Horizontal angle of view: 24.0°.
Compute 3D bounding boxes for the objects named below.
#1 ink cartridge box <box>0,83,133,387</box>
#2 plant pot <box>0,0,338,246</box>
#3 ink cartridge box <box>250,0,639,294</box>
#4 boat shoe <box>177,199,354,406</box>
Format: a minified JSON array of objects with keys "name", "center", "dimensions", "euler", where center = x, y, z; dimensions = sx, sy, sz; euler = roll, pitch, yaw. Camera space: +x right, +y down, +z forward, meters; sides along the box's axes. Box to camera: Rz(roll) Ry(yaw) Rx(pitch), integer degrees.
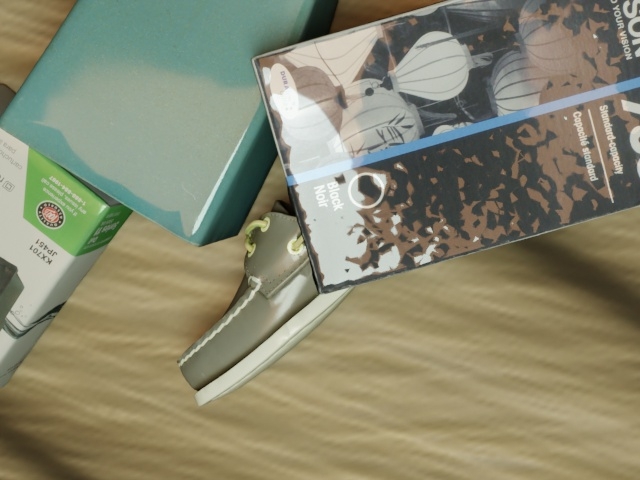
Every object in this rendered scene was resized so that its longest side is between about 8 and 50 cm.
[{"name":"ink cartridge box","center":[-0.265,0.004,1.179],"dimensions":[0.153,0.087,0.208],"euler":[37,104,4]},{"name":"plant pot","center":[-0.085,-0.140,1.092],"dimensions":[0.166,0.165,0.234],"euler":[32,97,4]},{"name":"ink cartridge box","center":[0.134,-0.088,0.989],"dimensions":[0.333,0.065,0.165],"euler":[-17,97,-1]},{"name":"boat shoe","center":[0.000,0.000,1.124],"dimensions":[0.305,0.109,0.091],"euler":[-43,89,7]}]
